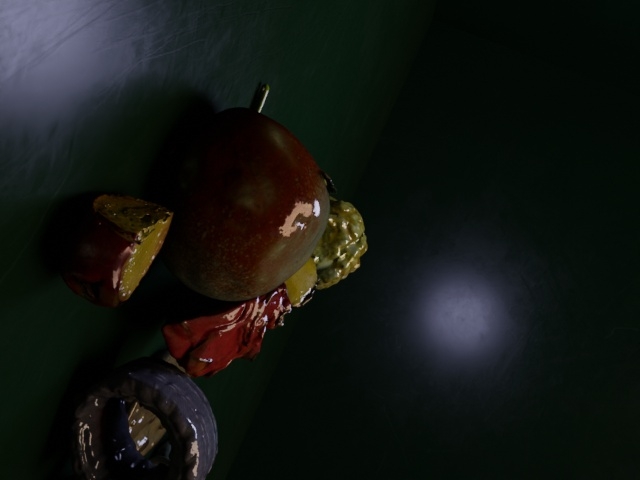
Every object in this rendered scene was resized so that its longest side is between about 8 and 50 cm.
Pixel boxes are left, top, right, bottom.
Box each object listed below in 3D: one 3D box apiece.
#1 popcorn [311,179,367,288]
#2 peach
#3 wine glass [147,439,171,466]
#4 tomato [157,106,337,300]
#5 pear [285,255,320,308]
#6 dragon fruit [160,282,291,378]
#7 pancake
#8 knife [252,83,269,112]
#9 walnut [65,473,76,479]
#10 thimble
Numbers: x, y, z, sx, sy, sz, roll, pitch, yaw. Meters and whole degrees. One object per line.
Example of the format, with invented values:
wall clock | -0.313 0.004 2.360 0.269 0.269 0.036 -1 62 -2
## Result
popcorn | 0.005 -0.007 1.803 0.335 0.279 0.274 -55 155 11
peach | -0.250 -0.001 0.702 0.172 0.092 0.127 -76 -173 -51
wine glass | -0.375 0.561 1.496 0.231 0.103 0.103 -23 136 -85
tomato | -0.112 -0.052 0.926 0.303 0.239 0.303 -60 172 -14
pear | -0.145 0.043 1.313 0.267 0.267 0.178 -59 137 -43
dragon fruit | -0.149 0.156 1.039 0.317 0.205 0.152 -111 -170 -81
pancake | -0.354 0.352 1.203 0.294 0.049 0.294 23 90 -79
knife | -0.137 -0.212 1.109 0.026 0.022 0.184 10 106 -56
walnut | -0.407 0.444 0.961 0.167 0.087 0.211 -62 172 17
thimble | -0.276 0.307 0.916 0.205 0.236 0.172 -39 180 3
